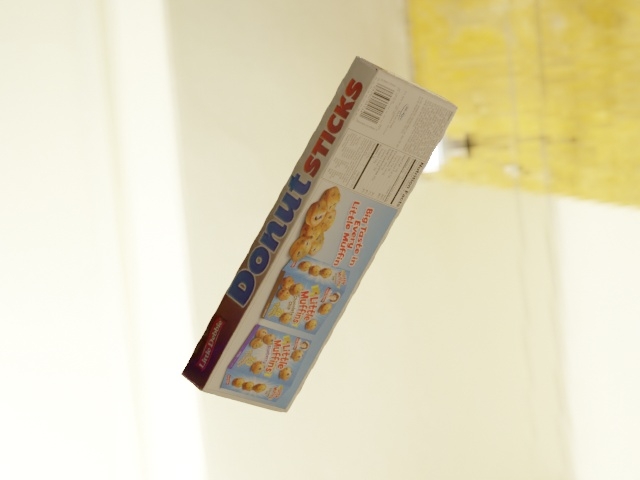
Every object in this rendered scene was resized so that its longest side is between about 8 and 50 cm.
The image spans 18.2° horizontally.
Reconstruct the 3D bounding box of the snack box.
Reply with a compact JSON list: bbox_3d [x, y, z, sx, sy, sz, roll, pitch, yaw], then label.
[{"bbox_3d":[0.000,0.000,0.977,0.022,0.064,0.178,37,-79,42],"label":"snack box"}]
